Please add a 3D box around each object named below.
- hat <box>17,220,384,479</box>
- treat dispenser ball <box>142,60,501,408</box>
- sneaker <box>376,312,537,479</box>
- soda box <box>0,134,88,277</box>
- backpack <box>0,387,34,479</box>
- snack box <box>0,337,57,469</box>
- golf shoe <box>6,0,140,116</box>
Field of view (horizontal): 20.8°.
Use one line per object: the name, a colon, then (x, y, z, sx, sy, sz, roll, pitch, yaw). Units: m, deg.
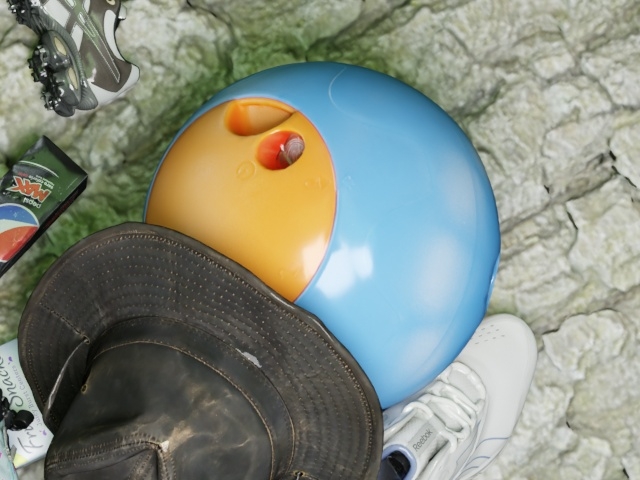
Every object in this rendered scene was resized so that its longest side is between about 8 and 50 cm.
hat: (-0.123, 0.153, 1.300, 0.331, 0.331, 0.134, 39, 45, 0)
treat dispenser ball: (0.000, 0.000, 1.400, 0.288, 0.288, 0.288, 1, 80, -8)
sneaker: (0.090, 0.169, 1.455, 0.111, 0.129, 0.297, 40, 65, 6)
soda box: (-0.273, -0.008, 1.478, 0.053, 0.060, 0.169, 42, 77, -1)
backpack: (-0.306, 0.217, 1.387, 0.152, 0.115, 0.182, -10, 90, 20)
snack box: (-0.237, 0.129, 1.471, 0.141, 0.037, 0.100, -25, 85, -11)
golf shoe: (-0.221, -0.210, 1.521, 0.094, 0.077, 0.198, -18, 90, -22)
